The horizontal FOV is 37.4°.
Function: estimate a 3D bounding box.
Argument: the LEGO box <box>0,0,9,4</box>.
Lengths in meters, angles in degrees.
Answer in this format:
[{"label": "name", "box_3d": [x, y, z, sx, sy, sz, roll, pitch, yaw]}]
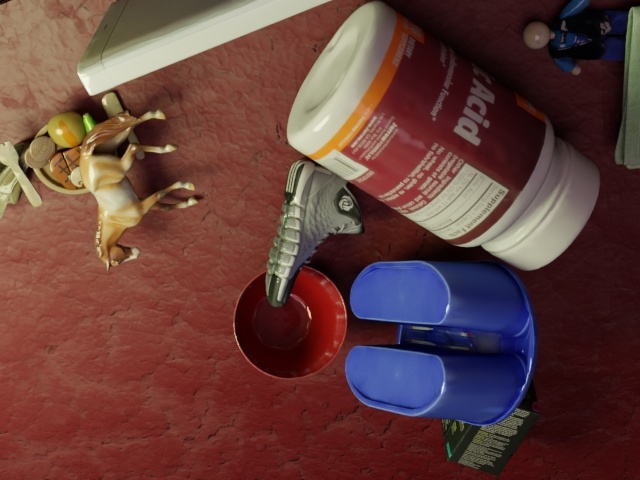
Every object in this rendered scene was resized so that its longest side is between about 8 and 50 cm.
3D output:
[{"label": "LEGO box", "box_3d": [-0.491, -0.394, 0.938, 0.500, 0.193, 0.373, 10, 127, 48]}]

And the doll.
[{"label": "doll", "box_3d": [0.369, -0.285, 1.290, 0.189, 0.046, 0.129, -2, 123, -2]}]

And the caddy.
[{"label": "caddy", "box_3d": [0.182, 0.147, 1.414, 0.179, 0.341, 0.241, 5, 86, -27]}]

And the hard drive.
[{"label": "hard drive", "box_3d": [-0.116, -0.304, 1.173, 0.353, 0.233, 0.047, -18, 122, 13]}]

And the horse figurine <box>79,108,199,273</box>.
[{"label": "horse figurine", "box_3d": [-0.281, -0.087, 1.381, 0.174, 0.066, 0.263, -22, 136, -7]}]

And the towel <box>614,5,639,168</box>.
[{"label": "towel", "box_3d": [0.575, -0.227, 1.308, 0.324, 0.038, 0.248, -8, 124, -3]}]

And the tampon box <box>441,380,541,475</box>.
[{"label": "tampon box", "box_3d": [0.292, 0.300, 1.636, 0.101, 0.120, 0.161, 19, 122, -11]}]

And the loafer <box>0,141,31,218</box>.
[{"label": "loafer", "box_3d": [-0.469, -0.089, 1.431, 0.050, 0.056, 0.148, 32, 116, -31]}]

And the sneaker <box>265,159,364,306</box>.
[{"label": "sneaker", "box_3d": [0.000, 0.000, 1.437, 0.132, 0.086, 0.229, 10, 101, -17]}]

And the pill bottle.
[{"label": "pill bottle", "box_3d": [0.172, -0.130, 1.291, 0.392, 0.224, 0.224, 30, 119, -18]}]

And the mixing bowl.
[{"label": "mixing bowl", "box_3d": [-0.055, 0.130, 1.522, 0.181, 0.098, 0.182, 1, 86, -12]}]

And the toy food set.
[{"label": "toy food set", "box_3d": [-0.361, -0.124, 1.381, 0.192, 0.038, 0.132, -26, 122, -3]}]
